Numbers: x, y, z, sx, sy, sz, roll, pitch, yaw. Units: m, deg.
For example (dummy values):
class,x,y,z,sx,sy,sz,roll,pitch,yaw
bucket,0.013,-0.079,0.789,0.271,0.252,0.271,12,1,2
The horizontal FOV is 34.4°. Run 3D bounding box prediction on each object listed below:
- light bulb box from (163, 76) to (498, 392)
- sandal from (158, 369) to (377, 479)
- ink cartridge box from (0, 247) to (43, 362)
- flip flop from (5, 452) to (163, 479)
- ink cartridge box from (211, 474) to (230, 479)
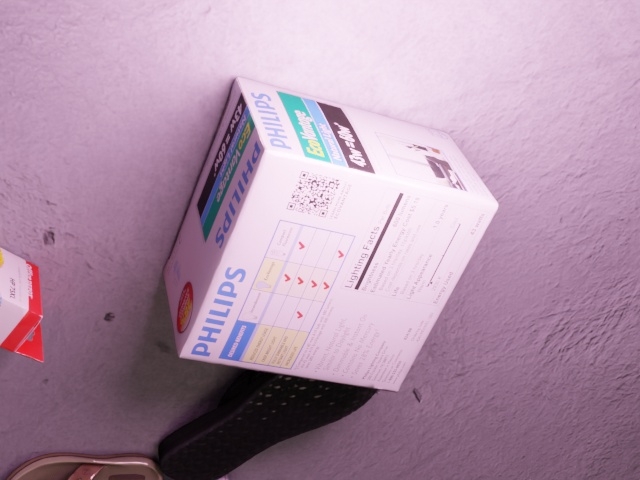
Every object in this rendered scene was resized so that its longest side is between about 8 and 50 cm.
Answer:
class,x,y,z,sx,sy,sz,roll,pitch,yaw
light bulb box,0.000,0.000,1.510,0.360,0.225,0.358,12,119,-24
sandal,-0.095,0.267,1.742,0.445,0.107,0.167,-29,134,19
ink cartridge box,-0.474,0.068,1.461,0.231,0.134,0.078,32,108,-32
flip flop,-0.403,0.424,1.750,0.276,0.080,0.112,1,122,-18
ink cartridge box,-0.251,0.623,1.865,0.324,0.071,0.330,-24,102,-2
